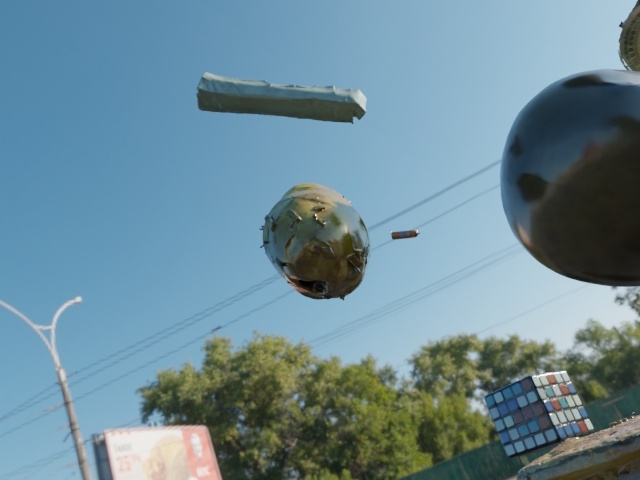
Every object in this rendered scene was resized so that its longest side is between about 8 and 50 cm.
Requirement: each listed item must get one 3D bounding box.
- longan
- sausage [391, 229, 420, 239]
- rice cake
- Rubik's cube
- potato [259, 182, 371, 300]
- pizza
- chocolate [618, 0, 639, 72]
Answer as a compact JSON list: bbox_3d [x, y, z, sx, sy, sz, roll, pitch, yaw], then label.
[{"bbox_3d":[0.399,-0.085,0.765,0.318,0.319,0.319,-19,-25,-9],"label":"longan"},{"bbox_3d":[0.312,-0.021,2.030,0.107,0.031,0.031,-4,-16,26],"label":"sausage"},{"bbox_3d":[-0.075,-0.280,1.108,0.335,0.066,0.063,5,-45,-3],"label":"rice cake"},{"bbox_3d":[0.613,0.487,1.566,0.184,0.182,0.187,6,-35,-36],"label":"Rubik's cube"},{"bbox_3d":[0.000,0.000,0.821,0.140,0.173,0.300,-29,9,8],"label":"potato"},{"bbox_3d":[0.513,0.379,0.982,0.323,0.090,0.223,-32,-24,23],"label":"pizza"},{"bbox_3d":[0.730,-0.433,1.121,0.147,0.221,0.221,-49,-10,-32],"label":"chocolate"}]
